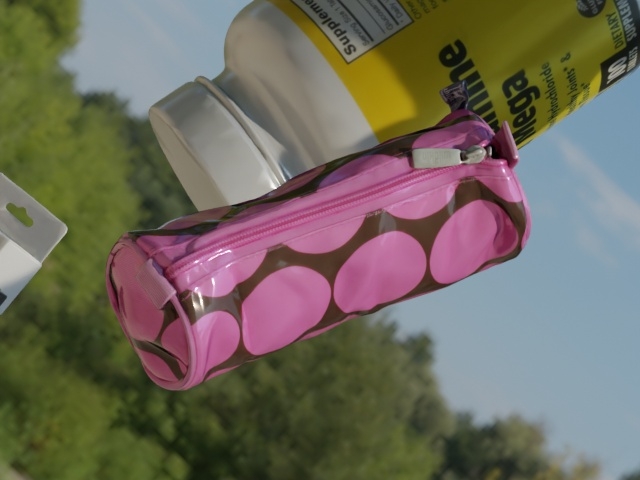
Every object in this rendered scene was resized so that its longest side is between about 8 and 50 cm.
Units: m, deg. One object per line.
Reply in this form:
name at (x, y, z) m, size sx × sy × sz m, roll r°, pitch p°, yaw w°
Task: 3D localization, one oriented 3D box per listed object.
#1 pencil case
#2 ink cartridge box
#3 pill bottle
pencil case at (0.000, 0.000, 0.891) m, size 0.095 × 0.209 × 0.098 m, roll 64°, pitch -18°, yaw 7°
ink cartridge box at (-0.307, 0.024, 1.475) m, size 0.104 × 0.180 × 0.060 m, roll 36°, pitch -6°, yaw 29°
pill bottle at (0.057, -0.121, 1.238) m, size 0.188 × 0.334 × 0.188 m, roll 54°, pitch -10°, yaw 14°
